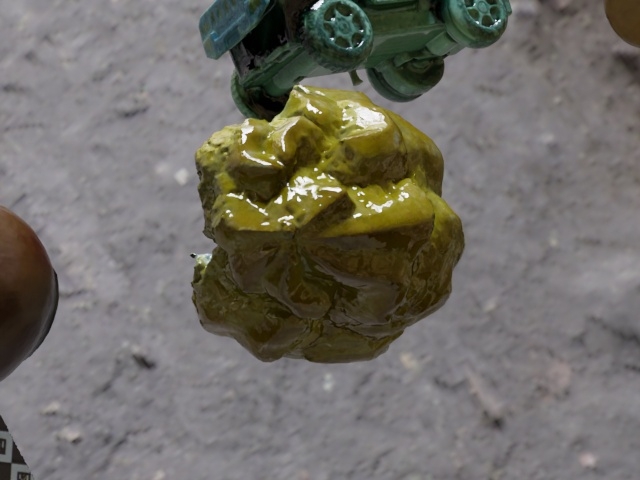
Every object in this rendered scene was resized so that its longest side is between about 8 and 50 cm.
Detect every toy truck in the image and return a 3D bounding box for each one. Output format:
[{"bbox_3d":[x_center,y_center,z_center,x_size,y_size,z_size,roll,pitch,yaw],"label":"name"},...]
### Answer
[{"bbox_3d":[0.034,-0.206,1.529,0.279,0.155,0.156,-12,78,-34],"label":"toy truck"}]

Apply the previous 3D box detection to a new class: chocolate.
[{"bbox_3d":[-0.283,0.040,1.246,0.177,0.177,0.176,24,49,-31],"label":"chocolate"}]

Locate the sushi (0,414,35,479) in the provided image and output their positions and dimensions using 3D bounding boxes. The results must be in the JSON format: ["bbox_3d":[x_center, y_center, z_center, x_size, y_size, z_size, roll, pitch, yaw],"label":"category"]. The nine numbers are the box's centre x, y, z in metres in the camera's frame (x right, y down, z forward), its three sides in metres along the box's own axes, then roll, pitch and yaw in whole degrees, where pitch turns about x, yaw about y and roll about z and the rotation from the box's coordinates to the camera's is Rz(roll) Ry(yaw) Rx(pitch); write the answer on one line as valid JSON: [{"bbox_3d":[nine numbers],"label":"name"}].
[{"bbox_3d":[-0.299,0.212,1.447,0.126,0.026,0.120,-31,99,-41],"label":"sushi"}]

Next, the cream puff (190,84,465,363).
[{"bbox_3d":[-0.001,0.000,0.890,0.121,0.156,0.156,29,33,25],"label":"cream puff"}]

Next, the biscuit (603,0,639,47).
[{"bbox_3d":[0.225,-0.177,0.747,0.035,0.249,0.184,-90,158,-79],"label":"biscuit"}]
